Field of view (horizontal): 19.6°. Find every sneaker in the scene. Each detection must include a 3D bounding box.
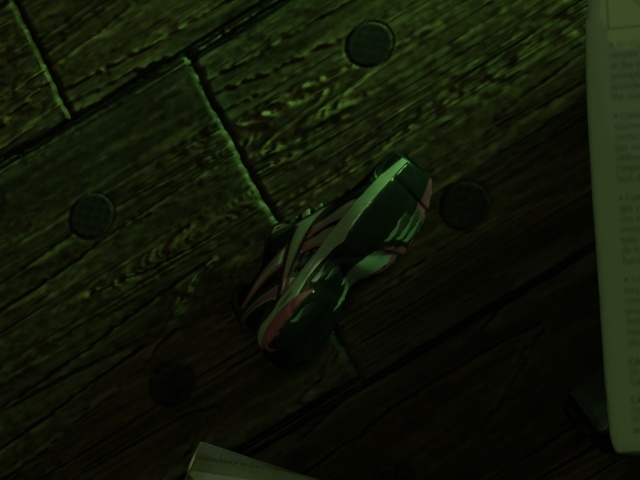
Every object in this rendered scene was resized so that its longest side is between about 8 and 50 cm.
[{"bbox_3d":[0.000,0.000,1.321,0.178,0.072,0.077,-48,54,-8],"label":"sneaker"}]

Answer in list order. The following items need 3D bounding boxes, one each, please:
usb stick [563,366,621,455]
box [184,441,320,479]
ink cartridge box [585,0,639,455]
[{"bbox_3d":[0.281,0.045,1.211,0.278,0.077,0.045,-37,103,3],"label":"usb stick"},{"bbox_3d":[0.057,0.213,1.230,0.324,0.067,0.063,15,77,23],"label":"box"},{"bbox_3d":[0.309,-0.075,1.044,0.308,0.091,0.385,-3,91,18],"label":"ink cartridge box"}]
